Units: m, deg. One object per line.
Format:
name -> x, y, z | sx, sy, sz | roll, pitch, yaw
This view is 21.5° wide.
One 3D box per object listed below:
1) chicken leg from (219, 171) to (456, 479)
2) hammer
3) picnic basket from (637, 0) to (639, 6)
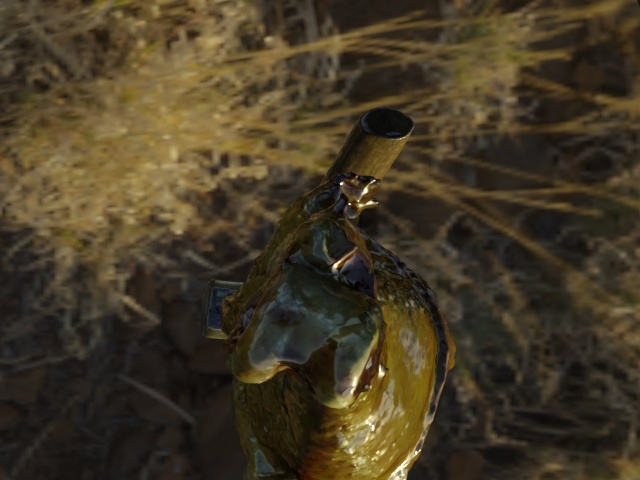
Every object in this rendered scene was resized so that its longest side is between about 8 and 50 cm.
chicken leg -> 0.012, 0.051, 0.963 | 0.140, 0.361, 0.211 | 2, 64, -3
hammer -> 0.000, 0.000, 1.180 | 0.111, 0.365, 0.043 | 8, 66, -11
picnic basket -> 0.206, -0.212, 0.799 | 0.222, 0.129, 0.297 | 4, 57, -47
